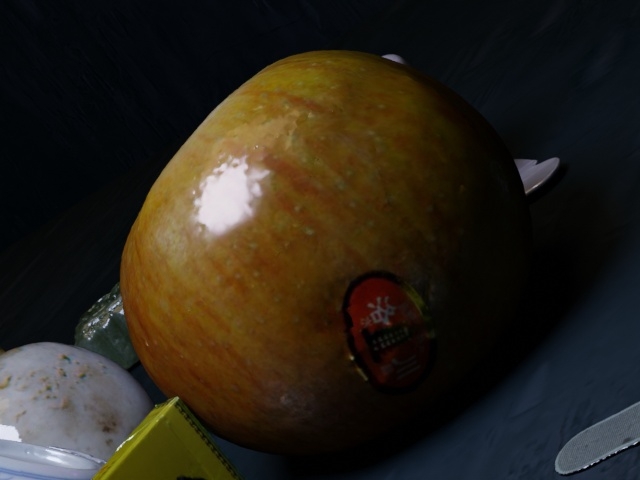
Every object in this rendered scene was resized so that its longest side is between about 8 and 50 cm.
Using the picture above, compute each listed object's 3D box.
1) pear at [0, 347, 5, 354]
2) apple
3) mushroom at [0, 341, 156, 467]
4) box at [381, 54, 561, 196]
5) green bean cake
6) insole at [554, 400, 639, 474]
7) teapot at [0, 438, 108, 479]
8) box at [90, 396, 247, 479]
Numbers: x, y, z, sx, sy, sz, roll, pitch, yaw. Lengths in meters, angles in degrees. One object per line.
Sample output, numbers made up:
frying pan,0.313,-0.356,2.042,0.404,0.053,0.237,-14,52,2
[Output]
pear,-0.506,0.256,2.124,0.348,0.348,0.348,-36,14,11
apple,0.000,0.000,1.624,0.400,0.333,0.400,-35,15,11
mushroom,-0.301,0.242,1.919,0.243,0.243,0.243,-36,14,11
box,0.091,-0.085,1.921,0.291,0.206,0.262,-31,16,39
green bean cake,-0.263,0.105,2.480,0.183,0.094,0.185,-40,9,2
insole,0.264,0.117,1.264,0.232,0.003,0.080,-30,17,33
teapot,-0.303,0.330,1.617,0.424,0.252,0.280,12,89,55
box,-0.159,0.278,1.500,0.041,0.153,0.279,-29,15,45
